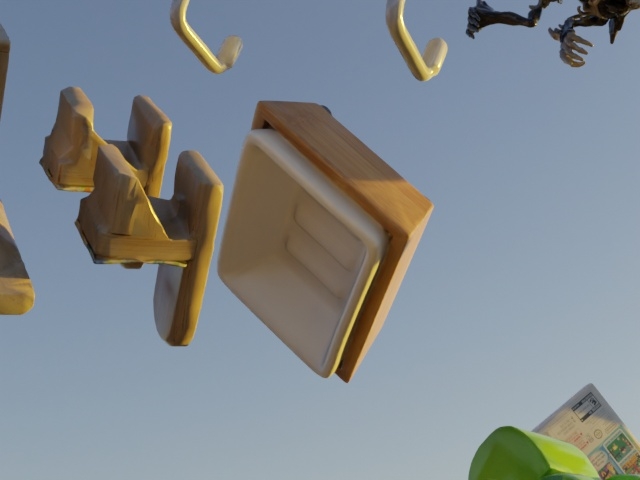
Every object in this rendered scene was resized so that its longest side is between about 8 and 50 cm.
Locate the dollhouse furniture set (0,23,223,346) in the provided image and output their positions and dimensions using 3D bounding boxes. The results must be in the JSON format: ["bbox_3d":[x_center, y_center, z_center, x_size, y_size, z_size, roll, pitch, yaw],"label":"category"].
[{"bbox_3d":[-0.326,-0.012,0.870,0.362,0.394,0.256,3,-66,-26],"label":"dollhouse furniture set"}]

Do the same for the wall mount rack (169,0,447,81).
[{"bbox_3d":[0.023,-0.281,0.902,0.350,0.304,0.130,7,-22,30],"label":"wall mount rack"}]

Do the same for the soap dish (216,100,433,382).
[{"bbox_3d":[0.000,0.000,1.246,0.118,0.229,0.291,-34,-24,-33],"label":"soap dish"}]

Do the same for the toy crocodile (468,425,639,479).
[{"bbox_3d":[0.211,0.249,0.691,0.115,0.340,0.105,12,-57,-46],"label":"toy crocodile"}]

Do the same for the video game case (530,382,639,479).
[{"bbox_3d":[0.272,0.236,1.085,0.157,0.143,0.019,-27,-14,-40],"label":"video game case"}]

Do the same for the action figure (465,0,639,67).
[{"bbox_3d":[0.332,-0.312,1.420,0.276,0.141,0.164,-3,-49,-3],"label":"action figure"}]
